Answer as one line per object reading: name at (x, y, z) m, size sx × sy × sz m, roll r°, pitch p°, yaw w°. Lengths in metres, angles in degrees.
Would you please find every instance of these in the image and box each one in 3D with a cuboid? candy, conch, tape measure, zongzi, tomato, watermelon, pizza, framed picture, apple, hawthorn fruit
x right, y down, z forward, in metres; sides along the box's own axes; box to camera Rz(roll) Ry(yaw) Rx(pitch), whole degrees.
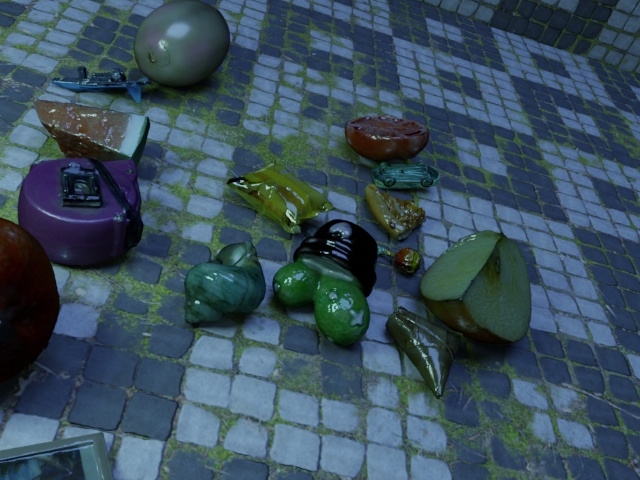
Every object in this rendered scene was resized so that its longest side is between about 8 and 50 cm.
candy at (0.146, 0.019, 1.684) m, size 0.201 × 0.060 × 0.060 m, roll 24°, pitch 36°, yaw 17°
conch at (-0.186, 0.083, 1.372) m, size 0.176 × 0.121 × 0.188 m, roll 22°, pitch 29°, yaw 35°
tape measure at (-0.467, -0.073, 1.391) m, size 0.232 × 0.149 × 0.245 m, roll 1°, pitch 42°, yaw -28°
zongzi at (0.190, 0.224, 1.428) m, size 0.160 × 0.078 × 0.176 m, roll 24°, pitch 40°, yaw 10°
tomato at (0.183, -0.279, 1.989) m, size 0.237 × 0.095 × 0.236 m, roll 4°, pitch 23°, yaw -2°
watermelon at (-0.518, -0.235, 1.576) m, size 0.257 × 0.193 × 0.139 m, roll 19°, pitch 68°, yaw -11°
pizza at (0.201, -0.069, 1.801) m, size 0.161 × 0.062 × 0.182 m, roll 11°, pitch 37°, yaw -24°
framed picture at (-0.376, 0.411, 0.949) m, size 0.232 × 0.024 × 0.315 m, roll -4°, pitch 44°, yaw -29°
apple at (0.347, 0.108, 1.562) m, size 0.254 × 0.179 × 0.346 m, roll 21°, pitch 35°, yaw 18°
hawthorn fruit at (-0.556, 0.076, 1.070) m, size 0.311 × 0.295 × 0.295 m, roll 33°, pitch 38°, yaw 19°

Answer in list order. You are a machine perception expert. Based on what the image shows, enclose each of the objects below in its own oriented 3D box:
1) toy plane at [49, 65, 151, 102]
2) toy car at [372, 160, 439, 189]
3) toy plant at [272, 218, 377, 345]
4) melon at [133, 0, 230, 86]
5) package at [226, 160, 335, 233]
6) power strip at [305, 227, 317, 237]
toy plane at (-0.559, -0.407, 1.814) m, size 0.247 × 0.078 × 0.169 m, roll 8°, pitch 12°, yaw -13°
toy car at (0.234, -0.170, 1.942) m, size 0.186 × 0.058 × 0.093 m, roll -1°, pitch 40°, yaw -9°
toy plant at (0.024, 0.083, 1.454) m, size 0.218 × 0.175 × 0.235 m, roll 24°, pitch 64°, yaw 13°
melon at (-0.376, -0.544, 1.954) m, size 0.223 × 0.223 × 0.317 m, roll 29°, pitch 37°, yaw 9°
package at (-0.090, -0.102, 1.670) m, size 0.226 × 0.090 × 0.168 m, roll 36°, pitch 42°, yaw 22°
power strip at (0.000, 0.000, 1.648) m, size 0.083 × 0.017 × 0.027 m, roll 40°, pitch 41°, yaw 22°
